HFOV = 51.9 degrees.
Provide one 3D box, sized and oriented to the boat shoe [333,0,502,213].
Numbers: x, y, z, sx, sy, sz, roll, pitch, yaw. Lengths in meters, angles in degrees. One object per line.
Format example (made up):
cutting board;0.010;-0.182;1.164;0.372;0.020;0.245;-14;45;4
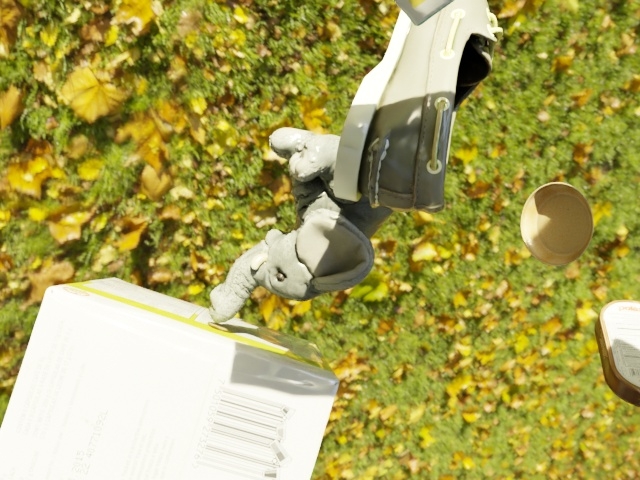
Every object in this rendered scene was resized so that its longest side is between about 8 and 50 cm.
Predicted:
boat shoe;0.103;-0.154;0.572;0.109;0.091;0.304;82;29;-62

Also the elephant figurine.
elephant figurine;0.000;0.000;0.766;0.169;0.186;0.239;6;97;-45

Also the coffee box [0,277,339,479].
coffee box;-0.199;0.262;0.866;0.338;0.334;0.337;18;87;-5

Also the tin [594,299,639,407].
tin;0.476;0.164;0.985;0.106;0.189;0.040;5;131;6

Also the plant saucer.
plant saucer;0.238;-0.016;0.655;0.015;0.083;0.083;-2;127;-36

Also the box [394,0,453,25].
box;0.117;-0.224;0.320;0.244;0.060;0.100;-30;127;27
